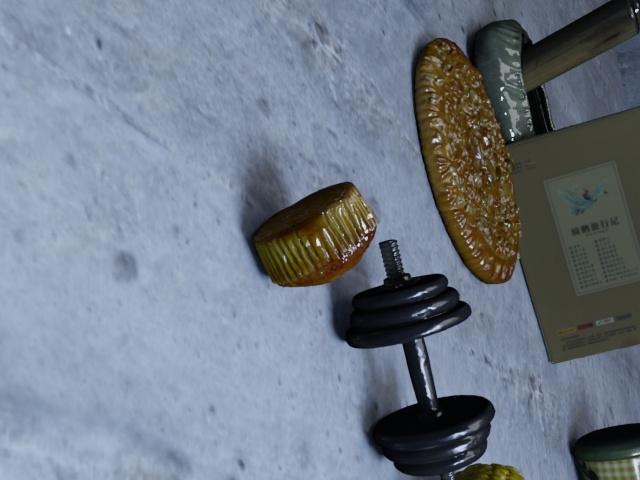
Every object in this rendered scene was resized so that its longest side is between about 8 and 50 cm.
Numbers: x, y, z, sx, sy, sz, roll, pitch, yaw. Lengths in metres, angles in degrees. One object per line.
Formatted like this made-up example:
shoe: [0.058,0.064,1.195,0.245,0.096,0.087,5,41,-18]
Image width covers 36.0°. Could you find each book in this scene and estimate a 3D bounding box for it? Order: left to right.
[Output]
book: [0.373,-0.003,1.320,0.021,0.216,0.310,-45,118,-73]

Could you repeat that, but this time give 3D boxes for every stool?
stool: [0.380,-0.198,1.434,0.310,0.226,0.310,70,24,-9]

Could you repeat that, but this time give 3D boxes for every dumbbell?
dumbbell: [0.077,0.101,0.761,0.099,0.099,0.209,-24,100,-66]

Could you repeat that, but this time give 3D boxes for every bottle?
bottle: [0.436,0.393,1.335,0.156,0.143,0.271,-10,87,-32]

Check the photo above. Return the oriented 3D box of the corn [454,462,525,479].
corn: [0.114,0.250,0.767,0.261,0.097,0.097,-32,106,-66]

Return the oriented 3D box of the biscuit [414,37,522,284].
biscuit: [0.184,-0.096,1.176,0.305,0.038,0.305,42,40,-51]

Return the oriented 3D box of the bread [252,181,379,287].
bread: [0.000,0.000,0.669,0.053,0.085,0.085,60,27,-14]
